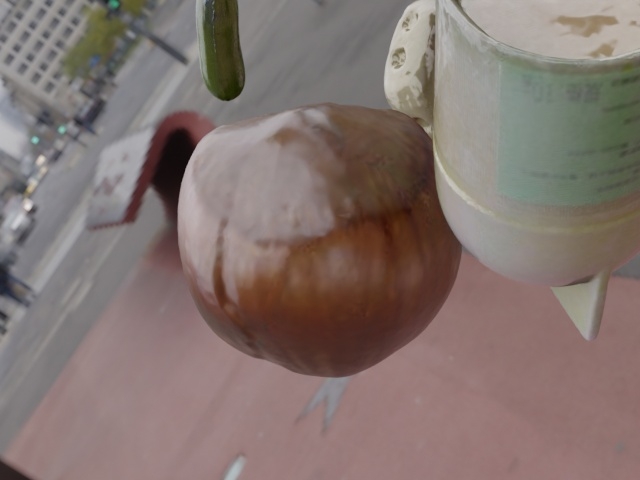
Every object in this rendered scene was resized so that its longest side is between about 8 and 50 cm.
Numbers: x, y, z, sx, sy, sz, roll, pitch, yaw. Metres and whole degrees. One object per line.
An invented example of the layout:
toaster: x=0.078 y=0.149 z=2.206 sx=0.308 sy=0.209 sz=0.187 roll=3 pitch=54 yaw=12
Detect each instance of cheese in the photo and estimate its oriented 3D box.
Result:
cheese: x=0.205 y=-0.269 z=1.953 sx=0.117 sy=0.218 sz=0.235 roll=5 pitch=103 yaw=52

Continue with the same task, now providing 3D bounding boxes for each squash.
squash: x=-0.107 y=-0.221 z=1.329 sx=0.183 sy=0.052 sz=0.052 roll=91 pitch=-163 yaw=-46

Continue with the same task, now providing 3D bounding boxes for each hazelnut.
hazelnut: x=0.000 y=0.000 z=1.505 sx=0.372 sy=0.372 sz=0.315 roll=-50 pitch=20 yaw=22

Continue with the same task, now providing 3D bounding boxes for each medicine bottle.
medicine bottle: x=0.224 y=-0.099 z=1.181 sx=0.406 sy=0.235 sz=0.236 roll=83 pitch=-153 yaw=-51
